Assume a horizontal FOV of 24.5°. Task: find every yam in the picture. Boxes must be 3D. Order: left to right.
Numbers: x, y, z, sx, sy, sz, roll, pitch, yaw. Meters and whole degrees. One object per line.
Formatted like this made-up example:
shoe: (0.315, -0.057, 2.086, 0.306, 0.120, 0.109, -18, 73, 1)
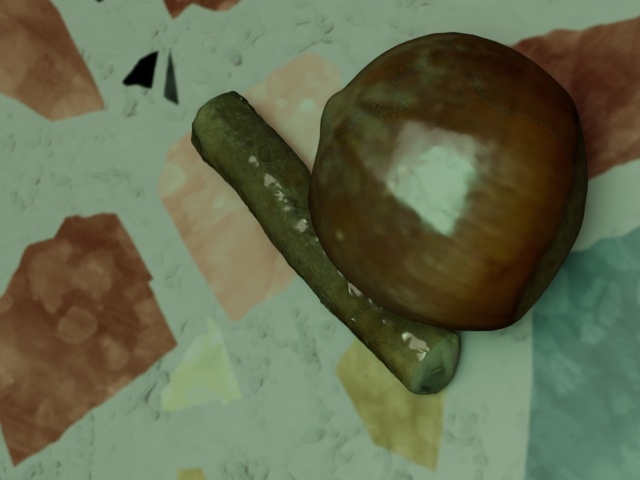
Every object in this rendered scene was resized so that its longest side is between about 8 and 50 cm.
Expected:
yam: (0.000, 0.000, 1.149, 0.066, 0.066, 0.299, -44, 69, 8)

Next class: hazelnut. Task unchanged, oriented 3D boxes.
hazelnut: (0.092, -0.045, 1.048, 0.176, 0.214, 0.214, 155, 117, -63)
